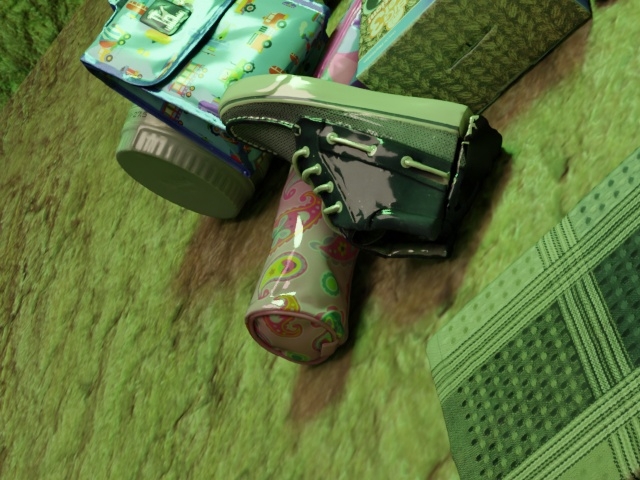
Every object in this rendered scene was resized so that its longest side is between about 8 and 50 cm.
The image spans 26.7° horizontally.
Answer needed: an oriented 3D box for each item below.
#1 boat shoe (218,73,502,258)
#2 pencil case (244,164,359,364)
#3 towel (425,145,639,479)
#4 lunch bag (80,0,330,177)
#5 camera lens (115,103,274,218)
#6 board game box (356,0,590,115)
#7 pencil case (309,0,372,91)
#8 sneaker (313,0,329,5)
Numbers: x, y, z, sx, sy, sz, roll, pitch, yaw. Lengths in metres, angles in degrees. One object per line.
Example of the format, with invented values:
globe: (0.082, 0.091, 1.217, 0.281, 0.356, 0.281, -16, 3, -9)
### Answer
boat shoe: (0.016, -0.078, 1.473, 0.340, 0.127, 0.158, 9, 69, 30)
pencil case: (0.000, 0.000, 1.571, 0.124, 0.124, 0.284, -30, 35, 47)
towel: (0.226, 0.094, 1.108, 0.324, 0.056, 0.312, -44, 30, 24)
lunch bag: (-0.161, -0.262, 1.831, 0.221, 0.293, 0.138, -56, -16, -16)
camera lens: (-0.152, -0.197, 1.979, 0.219, 0.219, 0.274, -7, 55, 61)
board game box: (0.171, -0.305, 1.576, 0.232, 0.141, 0.291, -42, 28, 33)
pencil case: (0.045, -0.236, 1.794, 0.236, 0.104, 0.104, -59, 23, -6)
sneaker: (-0.102, -0.358, 2.196, 0.315, 0.127, 0.182, 0, 58, 61)
